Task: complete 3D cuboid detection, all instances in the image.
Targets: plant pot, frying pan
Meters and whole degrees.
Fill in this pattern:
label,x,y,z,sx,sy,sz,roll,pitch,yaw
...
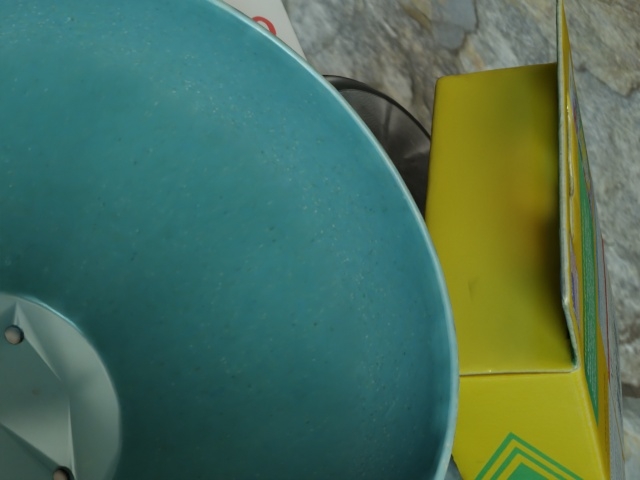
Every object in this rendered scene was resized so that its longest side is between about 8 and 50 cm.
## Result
label,x,y,z,sx,sy,sz,roll,pitch,yaw
plant pot,-0.112,0.048,0.480,0.290,0.195,0.290,20,53,-30
frying pan,-0.012,-0.026,0.718,0.326,0.053,0.197,-17,75,-47

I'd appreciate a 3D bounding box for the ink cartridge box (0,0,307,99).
label,x,y,z,sx,sy,sz,roll,pitch,yaw
ink cartridge box,-0.156,-0.188,0.645,0.207,0.117,0.283,-10,71,-42

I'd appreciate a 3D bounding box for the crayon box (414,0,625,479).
label,x,y,z,sx,sy,sz,roll,pitch,yaw
crayon box,0.124,0.045,0.633,0.323,0.083,0.203,64,27,-49
